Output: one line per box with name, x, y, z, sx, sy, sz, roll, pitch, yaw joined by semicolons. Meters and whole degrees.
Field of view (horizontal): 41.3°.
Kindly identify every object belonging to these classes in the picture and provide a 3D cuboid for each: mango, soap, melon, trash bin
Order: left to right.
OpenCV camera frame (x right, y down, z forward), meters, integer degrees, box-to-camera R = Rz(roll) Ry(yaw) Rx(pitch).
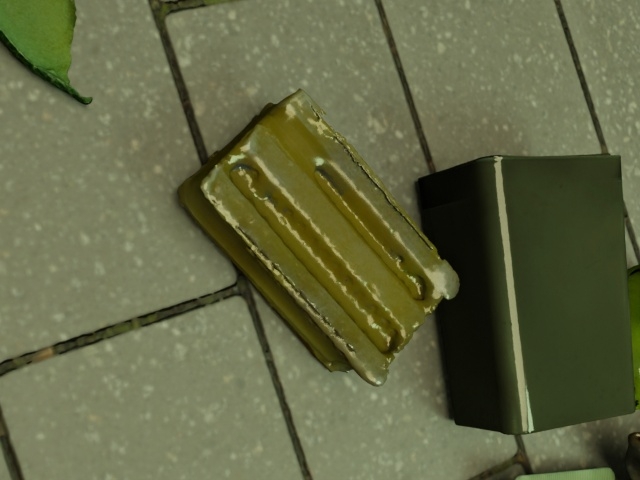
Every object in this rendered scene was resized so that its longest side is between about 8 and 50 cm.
melon;-0.243;-0.231;0.683;0.114;0.053;0.261;-22;97;-43
soap;0.001;0.000;0.735;0.233;0.076;0.135;48;67;-12
trash bin;0.199;0.047;0.796;0.164;0.122;0.240;-5;87;-26
mango;0.319;0.095;0.868;0.091;0.074;0.165;55;42;-38

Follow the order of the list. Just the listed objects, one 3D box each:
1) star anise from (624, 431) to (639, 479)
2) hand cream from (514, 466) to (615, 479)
star anise;0.410;0.289;0.853;0.315;0.108;0.315;12;71;-38
hand cream;0.237;0.370;0.782;0.147;0.093;0.306;6;79;-33
